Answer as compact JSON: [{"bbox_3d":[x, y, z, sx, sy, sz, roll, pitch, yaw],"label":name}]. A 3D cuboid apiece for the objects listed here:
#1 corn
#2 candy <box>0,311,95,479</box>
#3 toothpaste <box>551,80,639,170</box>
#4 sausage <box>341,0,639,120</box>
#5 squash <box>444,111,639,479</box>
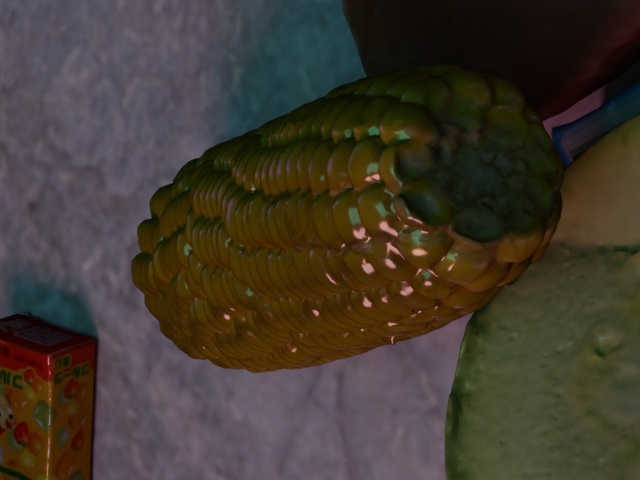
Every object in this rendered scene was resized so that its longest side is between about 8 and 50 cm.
[{"bbox_3d":[0.000,0.000,0.602,0.305,0.106,0.106,166,90,-70],"label":"corn"},{"bbox_3d":[-0.159,0.107,0.854,0.062,0.038,0.122,14,107,33],"label":"candy"},{"bbox_3d":[0.178,0.060,0.594,0.065,0.050,0.267,-31,80,35],"label":"toothpaste"},{"bbox_3d":[0.095,-0.147,0.552,0.254,0.148,0.148,-40,75,45],"label":"sausage"},{"bbox_3d":[0.140,0.045,0.515,0.220,0.133,0.220,3,95,38],"label":"squash"}]
